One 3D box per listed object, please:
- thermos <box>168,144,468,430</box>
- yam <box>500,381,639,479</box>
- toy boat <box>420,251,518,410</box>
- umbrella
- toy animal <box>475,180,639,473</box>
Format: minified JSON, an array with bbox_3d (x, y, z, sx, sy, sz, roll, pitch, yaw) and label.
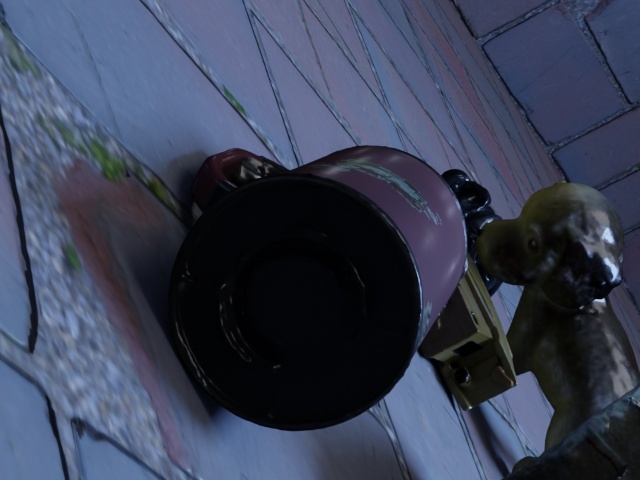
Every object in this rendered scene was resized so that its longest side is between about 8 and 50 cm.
[{"bbox_3d":[0.003,0.008,0.852,0.330,0.136,0.109,-33,122,-78],"label":"thermos"},{"bbox_3d":[0.209,0.250,0.888,0.348,0.241,0.241,61,12,6],"label":"yam"},{"bbox_3d":[0.084,0.030,1.230,0.077,0.057,0.200,26,36,-60],"label":"toy boat"},{"bbox_3d":[0.133,-0.024,1.551,0.071,0.080,0.224,23,17,-9],"label":"umbrella"},{"bbox_3d":[0.187,0.077,1.273,0.121,0.168,0.233,-8,70,-29],"label":"toy animal"}]
